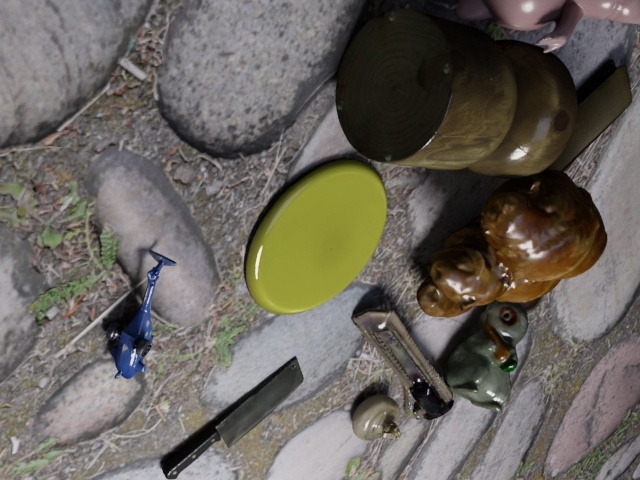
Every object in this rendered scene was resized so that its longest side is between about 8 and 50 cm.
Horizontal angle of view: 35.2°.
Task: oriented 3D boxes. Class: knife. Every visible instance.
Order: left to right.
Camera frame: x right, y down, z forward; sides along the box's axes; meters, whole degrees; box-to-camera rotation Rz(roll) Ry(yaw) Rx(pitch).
[{"bbox_3d":[-0.117,0.260,1.421,0.245,0.019,0.072,-37,141,-20],"label":"knife"},{"bbox_3d":[0.135,0.205,1.589,0.089,0.043,0.365,-22,140,10],"label":"knife"}]

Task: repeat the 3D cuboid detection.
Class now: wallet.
[{"bbox_3d":[0.407,-0.184,1.574,0.198,0.031,0.110,-43,140,-10],"label":"wallet"}]

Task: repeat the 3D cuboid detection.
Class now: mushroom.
[{"bbox_3d":[0.095,0.290,1.602,0.085,0.079,0.085,-23,137,-24],"label":"mushroom"}]

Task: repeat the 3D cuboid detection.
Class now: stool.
[{"bbox_3d":[0.169,-0.172,1.232,0.264,0.179,0.179,2,118,-46],"label":"stool"}]

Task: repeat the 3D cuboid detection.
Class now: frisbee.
[{"bbox_3d":[0.000,0.000,1.331,0.236,0.017,0.236,-26,135,-29],"label":"frisbee"}]

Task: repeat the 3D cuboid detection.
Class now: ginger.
[{"bbox_3d":[0.267,0.007,1.440,0.274,0.152,0.357,-16,165,-11],"label":"ginger"}]

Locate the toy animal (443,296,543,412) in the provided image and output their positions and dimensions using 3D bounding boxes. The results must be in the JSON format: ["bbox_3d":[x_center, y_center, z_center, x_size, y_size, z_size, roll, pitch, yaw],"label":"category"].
[{"bbox_3d":[0.286,0.161,1.689,0.108,0.138,0.236,30,72,-37],"label":"toy animal"}]

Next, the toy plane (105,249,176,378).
[{"bbox_3d":[-0.209,0.093,1.179,0.062,0.054,0.167,-34,146,-60],"label":"toy plane"}]

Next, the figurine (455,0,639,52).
[{"bbox_3d":[0.301,-0.320,1.236,0.287,0.186,0.176,-2,101,-6],"label":"figurine"}]
